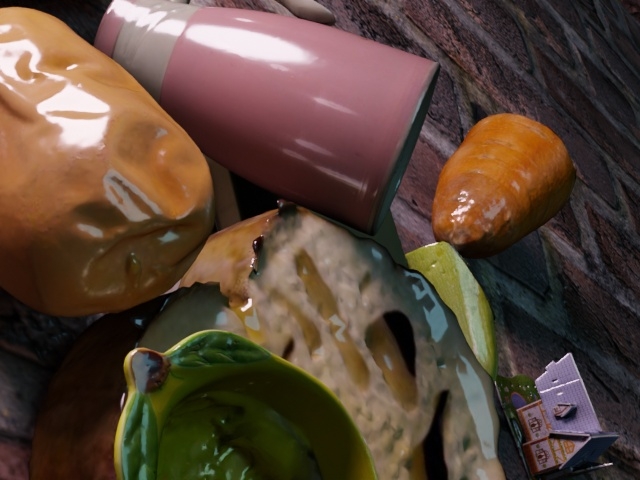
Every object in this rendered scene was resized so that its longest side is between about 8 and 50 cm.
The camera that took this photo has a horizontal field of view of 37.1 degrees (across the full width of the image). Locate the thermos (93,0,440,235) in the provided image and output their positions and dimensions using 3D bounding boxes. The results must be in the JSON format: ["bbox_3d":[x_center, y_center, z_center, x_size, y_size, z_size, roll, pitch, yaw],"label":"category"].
[{"bbox_3d":[-0.046,-0.130,0.771,0.265,0.146,0.176,23,68,7],"label":"thermos"}]

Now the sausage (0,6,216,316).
[{"bbox_3d":[-0.166,-0.054,0.589,0.136,0.120,0.241,-17,48,-32],"label":"sausage"}]

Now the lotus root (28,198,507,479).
[{"bbox_3d":[-0.002,0.161,0.671,0.390,0.111,0.375,-24,85,-52],"label":"lotus root"}]

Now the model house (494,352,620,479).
[{"bbox_3d":[0.281,0.214,1.089,0.117,0.088,0.167,15,52,-49],"label":"model house"}]

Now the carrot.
[{"bbox_3d":[0.209,-0.044,1.168,0.159,0.159,0.225,54,41,-10],"label":"carrot"}]

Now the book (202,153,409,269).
[{"bbox_3d":[0.000,0.000,0.911,0.260,0.043,0.371,10,58,-52],"label":"book"}]

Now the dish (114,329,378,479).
[{"bbox_3d":[-0.049,0.137,0.494,0.207,0.080,0.149,53,45,-17],"label":"dish"}]

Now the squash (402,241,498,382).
[{"bbox_3d":[0.149,0.103,1.010,0.075,0.090,0.200,-8,76,-45],"label":"squash"}]
